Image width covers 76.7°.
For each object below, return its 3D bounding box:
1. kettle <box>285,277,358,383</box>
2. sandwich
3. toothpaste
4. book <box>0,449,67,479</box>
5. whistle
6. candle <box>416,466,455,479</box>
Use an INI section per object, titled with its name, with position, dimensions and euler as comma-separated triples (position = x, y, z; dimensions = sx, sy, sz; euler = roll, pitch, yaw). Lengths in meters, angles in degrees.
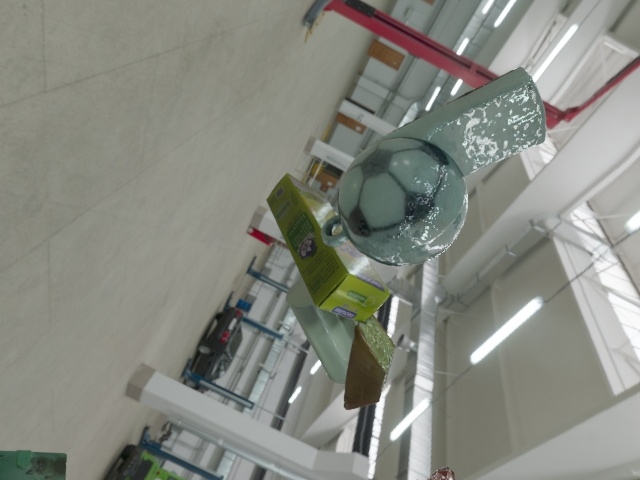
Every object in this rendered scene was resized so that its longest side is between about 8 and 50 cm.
[kettle]
position = 0.052, 0.270, 1.237
dimensions = 0.205, 0.317, 0.265
euler = -24, -160, 4
[sandwich]
position = 0.119, 0.301, 0.960
dimensions = 0.094, 0.096, 0.257
euler = -41, 143, -53
[toothpaste]
position = 0.000, 0.000, 0.734
dimensions = 0.077, 0.110, 0.327
euler = -48, -140, 16
[book]
position = -0.484, 0.381, 0.649
dimensions = 0.017, 0.135, 0.103
euler = -55, -142, 10
[whistle]
position = 0.125, -0.059, 0.464
dimensions = 0.290, 0.163, 0.163
euler = -25, -161, 21
[candle]
position = 0.259, 0.543, 0.911
dimensions = 0.053, 0.048, 0.162
euler = -48, 146, 14
